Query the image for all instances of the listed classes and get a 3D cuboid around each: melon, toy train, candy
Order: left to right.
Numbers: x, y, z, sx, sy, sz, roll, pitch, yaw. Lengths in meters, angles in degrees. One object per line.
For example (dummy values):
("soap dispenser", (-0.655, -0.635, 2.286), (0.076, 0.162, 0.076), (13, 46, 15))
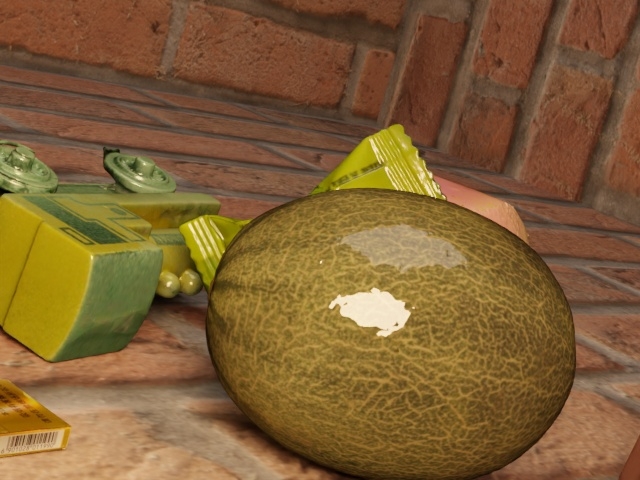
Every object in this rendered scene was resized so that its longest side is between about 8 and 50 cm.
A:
("toy train", (-0.210, 0.006, 1.312), (0.237, 0.150, 0.369), (31, 17, 25))
("candy", (0.000, 0.000, 1.210), (0.246, 0.149, 0.069), (-27, -2, 7))
("melon", (0.054, 0.074, 1.064), (0.301, 0.237, 0.237), (14, 11, -14))

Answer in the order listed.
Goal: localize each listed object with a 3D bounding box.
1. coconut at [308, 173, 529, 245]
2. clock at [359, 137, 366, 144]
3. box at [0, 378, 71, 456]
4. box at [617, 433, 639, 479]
("coconut", (0.100, 0.048, 1.332), (0.245, 0.233, 0.233), (30, 17, 32))
("clock", (0.063, -0.030, 1.693), (0.068, 0.197, 0.197), (15, 11, -8))
("box", (-0.263, 0.128, 0.925), (0.089, 0.022, 0.156), (24, 14, 40))
("box", (0.407, 0.169, 1.159), (0.215, 0.215, 0.086), (12, 23, -21))
